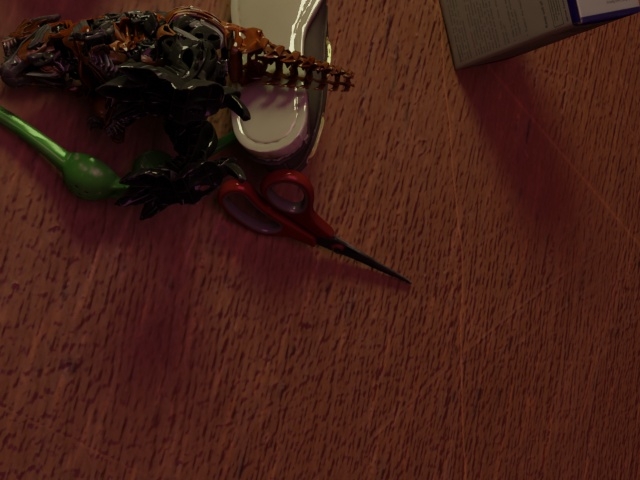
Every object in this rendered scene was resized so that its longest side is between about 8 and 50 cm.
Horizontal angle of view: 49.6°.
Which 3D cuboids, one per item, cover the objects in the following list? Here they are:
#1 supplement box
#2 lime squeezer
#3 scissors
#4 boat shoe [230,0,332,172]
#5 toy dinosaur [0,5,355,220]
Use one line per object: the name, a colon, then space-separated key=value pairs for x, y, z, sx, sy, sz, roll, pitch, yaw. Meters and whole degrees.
supplement box: x=0.271 y=-0.305 z=0.891 sx=0.111 sy=0.220 sz=0.113 roll=-18 pitch=96 yaw=-28
lime squeezer: x=-0.205 y=-0.091 z=0.730 sx=0.311 sy=0.059 sz=0.109 roll=0 pitch=56 yaw=-28
scissors: x=0.000 y=0.000 z=0.838 sx=0.297 sy=0.109 sz=0.021 roll=39 pitch=39 yaw=-45
boat shoe: x=-0.041 y=-0.218 z=0.789 sx=0.109 sy=0.091 sz=0.304 roll=-1 pitch=70 yaw=12
toy dinosaur: x=-0.138 y=-0.163 z=0.660 sx=0.322 sy=0.218 sz=0.164 roll=-14 pitch=138 yaw=9
